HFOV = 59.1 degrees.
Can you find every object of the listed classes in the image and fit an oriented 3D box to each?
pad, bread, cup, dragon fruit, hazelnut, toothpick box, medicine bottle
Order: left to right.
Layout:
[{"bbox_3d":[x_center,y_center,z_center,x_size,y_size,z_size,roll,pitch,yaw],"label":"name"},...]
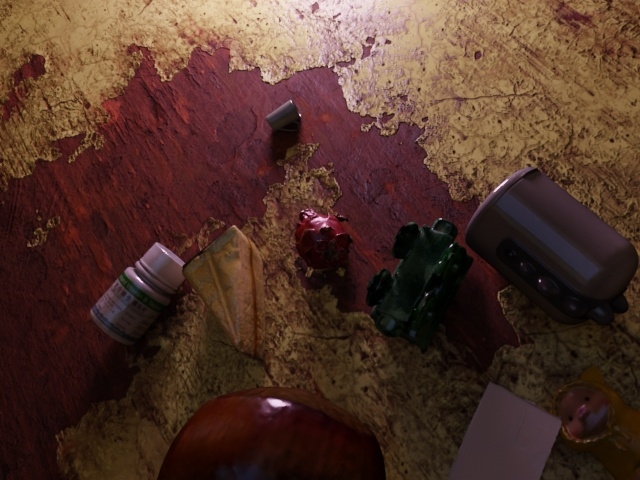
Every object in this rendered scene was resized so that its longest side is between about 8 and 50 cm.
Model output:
[{"bbox_3d":[-0.438,0.129,1.393,0.139,0.139,0.237,39,84,27],"label":"medicine bottle"},{"bbox_3d":[-0.166,0.123,1.295,0.163,0.168,0.264,-41,66,-1],"label":"bread"},{"bbox_3d":[-0.089,0.461,1.018,0.420,0.353,0.421,14,40,-12],"label":"hazelnut"},{"bbox_3d":[-0.094,-0.324,1.512,0.083,0.075,0.054,-30,27,8],"label":"cup"},{"bbox_3d":[0.000,0.000,1.310,0.166,0.136,0.133,53,135,32],"label":"dragon fruit"},{"bbox_3d":[0.337,0.400,1.055,0.156,0.004,0.232,23,90,44],"label":"pad"},{"bbox_3d":[0.453,0.029,1.093,0.229,0.229,0.316,-42,64,-1],"label":"toothpick box"}]

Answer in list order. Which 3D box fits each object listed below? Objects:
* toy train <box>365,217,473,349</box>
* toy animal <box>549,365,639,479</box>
[{"bbox_3d":[0.200,0.084,1.164,0.145,0.202,0.266,27,80,24],"label":"toy train"},{"bbox_3d":[0.527,0.342,1.001,0.156,0.156,0.230,-47,53,-4],"label":"toy animal"}]
